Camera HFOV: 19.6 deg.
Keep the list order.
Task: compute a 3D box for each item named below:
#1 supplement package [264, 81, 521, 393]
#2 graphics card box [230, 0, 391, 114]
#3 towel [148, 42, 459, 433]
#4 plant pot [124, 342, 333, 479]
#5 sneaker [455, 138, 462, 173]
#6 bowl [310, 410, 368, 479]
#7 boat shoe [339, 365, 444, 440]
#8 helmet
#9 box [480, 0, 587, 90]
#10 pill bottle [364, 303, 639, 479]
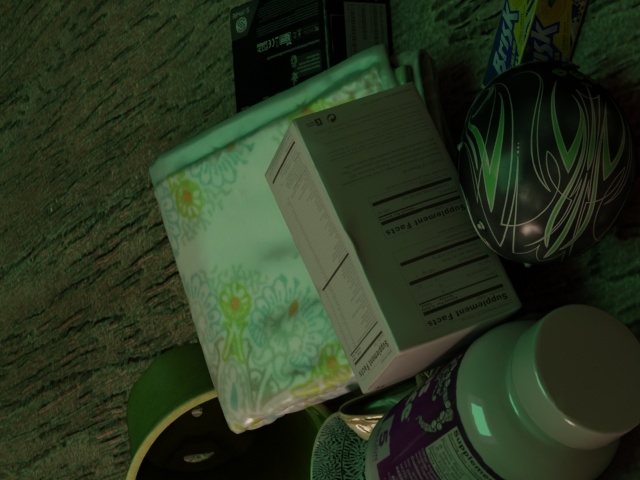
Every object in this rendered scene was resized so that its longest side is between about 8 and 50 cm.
[{"bbox_3d":[0.065,-0.001,1.758,0.244,0.134,0.139,66,159,14],"label":"supplement package"},{"bbox_3d":[-0.006,-0.106,2.125,0.233,0.094,0.371,-12,82,60],"label":"graphics card box"},{"bbox_3d":[0.000,0.000,1.961,0.374,0.090,0.321,-24,75,33],"label":"towel"},{"bbox_3d":[-0.124,0.248,2.228,0.254,0.276,0.276,-131,46,-65],"label":"plant pot"},{"bbox_3d":[0.175,-0.056,1.832,0.084,0.058,0.152,-11,82,60],"label":"sneaker"},{"bbox_3d":[0.063,0.269,2.037,0.170,0.080,0.170,9,101,61],"label":"bowl"},{"bbox_3d":[0.094,0.163,1.934,0.153,0.048,0.056,-22,50,23],"label":"boat shoe"},{"bbox_3d":[0.206,-0.066,1.670,0.161,0.169,0.169,-102,25,-51],"label":"helmet"},{"bbox_3d":[0.208,-0.207,1.760,0.054,0.059,0.169,51,134,51],"label":"box"},{"bbox_3d":[0.176,0.174,1.730,0.301,0.169,0.169,-46,53,52],"label":"pill bottle"}]
